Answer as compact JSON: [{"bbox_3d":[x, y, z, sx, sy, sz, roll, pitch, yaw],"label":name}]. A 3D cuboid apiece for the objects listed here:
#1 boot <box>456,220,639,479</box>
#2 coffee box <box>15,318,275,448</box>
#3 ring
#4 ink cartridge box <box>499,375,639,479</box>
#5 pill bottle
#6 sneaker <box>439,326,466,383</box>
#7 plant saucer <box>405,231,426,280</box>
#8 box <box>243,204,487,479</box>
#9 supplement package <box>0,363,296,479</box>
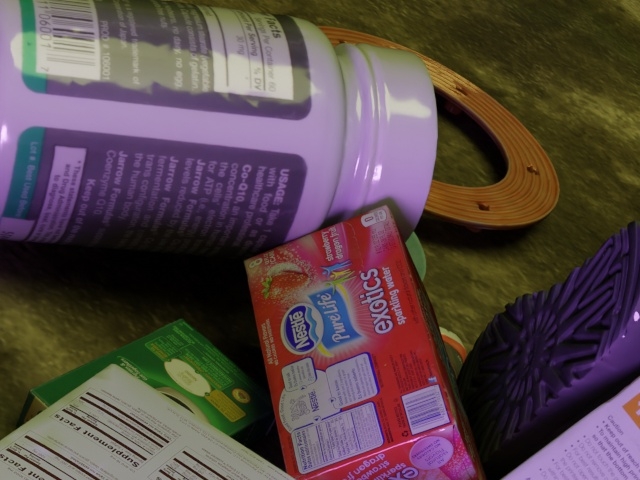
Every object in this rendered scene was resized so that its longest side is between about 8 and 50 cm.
[{"bbox_3d":[0.355,0.169,1.468,0.445,0.367,0.146,21,66,-13],"label":"boot"},{"bbox_3d":[-0.124,0.129,1.407,0.113,0.040,0.184,39,32,17],"label":"coffee box"},{"bbox_3d":[0.086,-0.111,1.921,0.337,0.032,0.336,21,30,-12],"label":"ring"},{"bbox_3d":[0.204,0.280,1.207,0.324,0.330,0.071,55,4,36],"label":"ink cartridge box"},{"bbox_3d":[-0.103,-0.088,1.535,0.361,0.204,0.204,6,37,-19],"label":"pill bottle"},{"bbox_3d":[0.052,0.088,1.593,0.158,0.061,0.065,21,38,-12],"label":"sneaker"},{"bbox_3d":[0.000,0.000,1.696,0.195,0.037,0.195,20,32,-13],"label":"plant saucer"},{"bbox_3d":[0.034,0.110,1.439,0.128,0.122,0.257,-21,39,5],"label":"box"},{"bbox_3d":[-0.143,0.218,1.103,0.149,0.194,0.203,30,31,16],"label":"supplement package"}]
